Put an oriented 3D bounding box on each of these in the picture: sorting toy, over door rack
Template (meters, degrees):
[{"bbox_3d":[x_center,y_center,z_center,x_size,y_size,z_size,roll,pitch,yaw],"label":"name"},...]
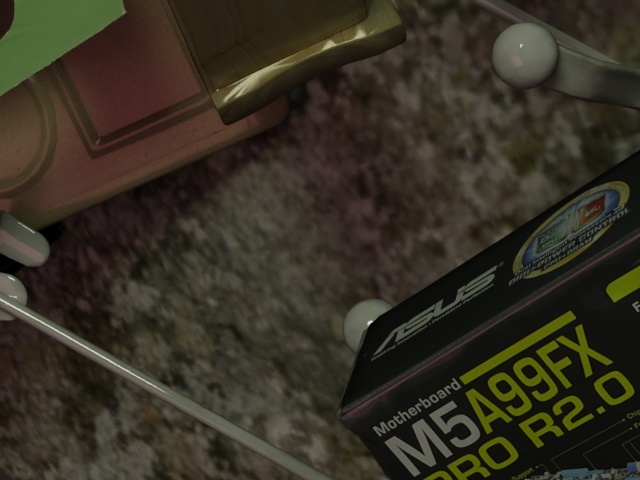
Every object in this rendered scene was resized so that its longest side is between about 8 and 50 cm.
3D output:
[{"bbox_3d":[-0.137,-0.107,0.639,0.208,0.038,0.193,-21,100,19],"label":"sorting toy"},{"bbox_3d":[0.000,0.000,0.532,0.324,0.108,0.239,33,111,15],"label":"over door rack"}]

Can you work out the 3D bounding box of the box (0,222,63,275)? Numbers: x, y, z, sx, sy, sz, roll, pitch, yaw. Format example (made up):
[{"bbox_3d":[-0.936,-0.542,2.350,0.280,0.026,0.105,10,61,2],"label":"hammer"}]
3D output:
[{"bbox_3d":[-0.249,-0.034,0.718,0.077,0.147,0.180,-33,91,43],"label":"box"}]

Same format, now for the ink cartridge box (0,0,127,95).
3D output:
[{"bbox_3d":[-0.189,-0.156,0.568,0.171,0.056,0.235,-28,67,22],"label":"ink cartridge box"}]

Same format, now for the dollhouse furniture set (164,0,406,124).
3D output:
[{"bbox_3d":[0.016,-0.153,0.418,0.129,0.184,0.129,69,175,-59],"label":"dollhouse furniture set"}]

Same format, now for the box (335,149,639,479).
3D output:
[{"bbox_3d":[0.175,0.051,0.409,0.270,0.060,0.216,-35,103,26],"label":"box"}]
